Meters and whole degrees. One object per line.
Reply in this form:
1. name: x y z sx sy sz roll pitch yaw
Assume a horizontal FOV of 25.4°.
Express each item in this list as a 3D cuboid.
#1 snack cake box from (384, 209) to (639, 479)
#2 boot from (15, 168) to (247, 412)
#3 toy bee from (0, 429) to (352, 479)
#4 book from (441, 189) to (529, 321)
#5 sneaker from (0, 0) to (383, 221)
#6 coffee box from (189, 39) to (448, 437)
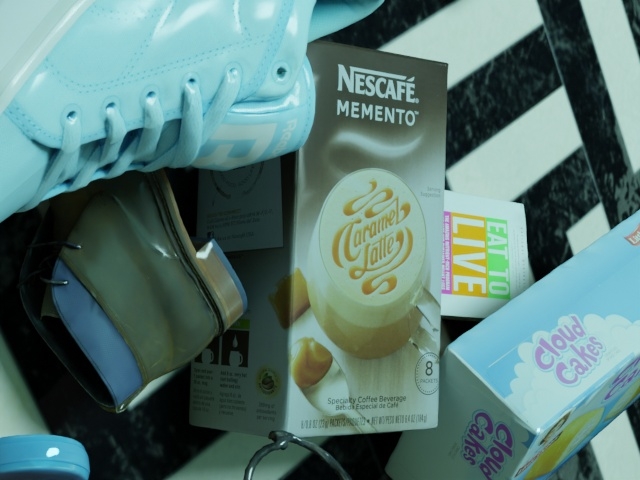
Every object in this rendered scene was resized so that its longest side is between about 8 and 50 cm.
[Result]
1. snack cake box: 0.180 0.094 1.055 0.089 0.152 0.264 44 49 19
2. boot: -0.138 -0.005 0.815 0.106 0.082 0.219 -47 111 -28
3. toy bee: -0.156 0.184 0.767 0.298 0.162 0.195 19 57 -10
4. book: 0.099 0.011 1.074 0.144 0.035 0.096 6 82 -41
5. sneaker: -0.077 -0.087 0.735 0.150 0.135 0.366 41 55 -1
6. coffee box: 0.000 0.000 0.932 0.141 0.098 0.246 3 88 -43
